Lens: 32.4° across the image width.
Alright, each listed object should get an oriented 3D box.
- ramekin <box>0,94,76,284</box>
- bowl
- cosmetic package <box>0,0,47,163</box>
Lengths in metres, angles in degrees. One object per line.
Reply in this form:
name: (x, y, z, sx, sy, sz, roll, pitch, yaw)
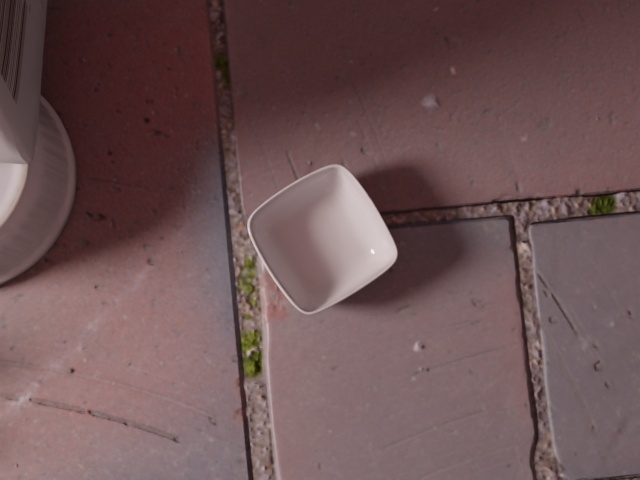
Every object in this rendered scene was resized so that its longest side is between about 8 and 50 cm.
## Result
ramekin: (-0.411, -0.077, 1.195, 0.272, 0.127, 0.273, 0, 84, -4)
bowl: (0.000, 0.000, 1.254, 0.142, 0.053, 0.142, -31, 88, -7)
cosmetic package: (-0.475, -0.278, 0.998, 0.393, 0.329, 0.328, 1, 72, -3)
